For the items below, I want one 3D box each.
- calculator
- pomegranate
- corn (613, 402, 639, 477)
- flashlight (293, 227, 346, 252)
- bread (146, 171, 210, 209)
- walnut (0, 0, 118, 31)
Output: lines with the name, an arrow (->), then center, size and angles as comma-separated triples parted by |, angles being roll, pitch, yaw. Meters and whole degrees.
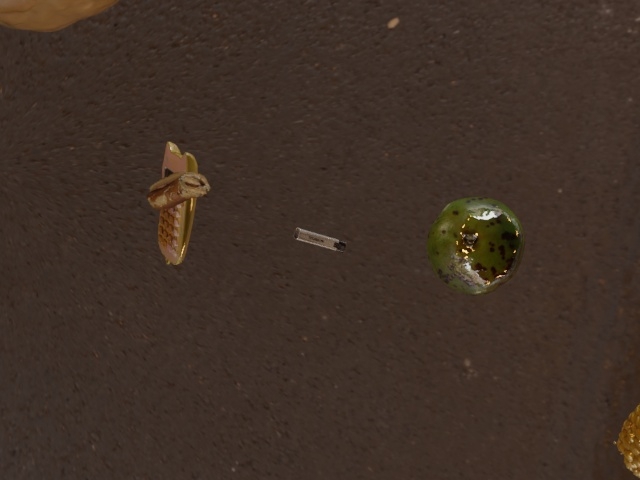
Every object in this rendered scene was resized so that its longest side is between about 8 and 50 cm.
calculator -> -0.281, -0.066, 1.670 | 0.033, 0.157, 0.236 | 1, 107, -30
pomegranate -> 0.338, 0.011, 1.846 | 0.211, 0.263, 0.211 | -1, 88, 18
corn -> 0.362, 0.129, 0.761 | 0.091, 0.260, 0.091 | -6, 52, -36
flashlight -> 0.000, 0.000, 1.300 | 0.083, 0.018, 0.018 | 16, 95, -26
bread -> -0.173, -0.061, 1.035 | 0.047, 0.083, 0.036 | -4, 84, -42
walnut -> -0.269, -0.390, 0.781 | 0.383, 0.383, 0.383 | -2, 95, -21
